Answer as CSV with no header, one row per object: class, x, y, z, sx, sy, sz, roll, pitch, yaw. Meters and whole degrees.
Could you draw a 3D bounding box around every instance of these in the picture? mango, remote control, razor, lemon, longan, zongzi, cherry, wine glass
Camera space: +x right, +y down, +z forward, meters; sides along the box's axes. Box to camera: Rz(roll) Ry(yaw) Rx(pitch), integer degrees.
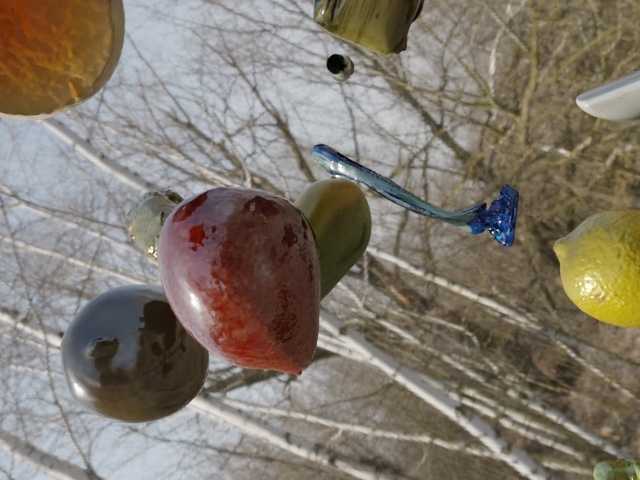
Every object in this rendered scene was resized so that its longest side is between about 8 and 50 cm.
mango,0.000,0.000,1.257,0.251,0.114,0.156,-54,-53,-29
remote control,0.403,-0.170,0.892,0.313,0.109,0.055,-11,-98,-57
razor,0.113,-0.071,1.015,0.056,0.324,0.093,-47,-33,-35
lemon,0.581,0.052,1.406,0.228,0.253,0.229,6,-90,-87
longan,-0.374,0.227,1.485,0.297,0.297,0.298,18,-90,-74
zongzi,0.088,-0.421,0.928,0.274,0.145,0.300,-81,4,-56
cherry,-0.101,0.051,0.922,0.239,0.205,0.240,-177,90,-83
wine glass,0.029,-0.266,1.130,0.042,0.039,0.083,-44,2,14

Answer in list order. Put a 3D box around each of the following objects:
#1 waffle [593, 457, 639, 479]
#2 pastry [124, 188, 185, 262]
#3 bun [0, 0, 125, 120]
waffle,0.371,0.247,0.704,0.214,0.207,0.054,54,-144,-48
pastry,-0.242,-0.013,1.369,0.121,0.235,0.257,-56,29,6
bun,-0.431,-0.331,1.060,0.165,0.298,0.299,-119,38,-62
